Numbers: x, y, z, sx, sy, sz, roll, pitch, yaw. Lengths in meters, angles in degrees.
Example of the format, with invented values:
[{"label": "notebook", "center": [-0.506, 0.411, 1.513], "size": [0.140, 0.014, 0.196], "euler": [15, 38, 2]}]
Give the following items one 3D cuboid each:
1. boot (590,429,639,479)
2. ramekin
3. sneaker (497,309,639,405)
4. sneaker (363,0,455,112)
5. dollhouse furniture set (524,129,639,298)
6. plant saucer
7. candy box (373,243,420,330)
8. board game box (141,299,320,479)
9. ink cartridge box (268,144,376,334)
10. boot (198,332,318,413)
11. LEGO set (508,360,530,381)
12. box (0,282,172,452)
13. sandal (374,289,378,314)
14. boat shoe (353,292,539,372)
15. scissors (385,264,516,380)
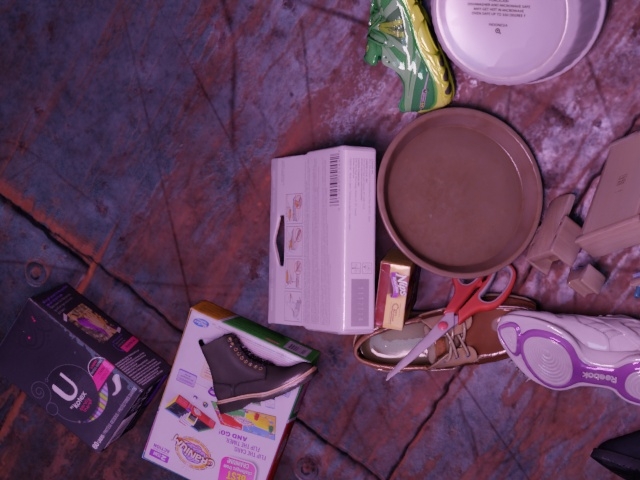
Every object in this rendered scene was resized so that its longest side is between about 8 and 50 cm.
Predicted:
[{"label": "boot", "center": [0.561, 0.293, 1.887], "size": [0.094, 0.246, 0.207], "euler": [35, 75, -15]}, {"label": "ramekin", "center": [0.293, -0.360, 1.798], "size": [0.273, 0.127, 0.273], "euler": [11, 116, 23]}, {"label": "sneaker", "center": [0.435, 0.174, 1.874], "size": [0.305, 0.152, 0.114], "euler": [17, 122, 15]}, {"label": "sneaker", "center": [0.115, -0.340, 1.895], "size": [0.123, 0.109, 0.295], "euler": [-22, 94, 16]}, {"label": "dollhouse furniture set", "center": [0.547, 0.003, 1.852], "size": [0.303, 0.198, 0.286], "euler": [36, 151, -17]}, {"label": "plant saucer", "center": [0.222, -0.075, 1.890], "size": [0.278, 0.041, 0.278], "euler": [1, 84, -12]}, {"label": "candy box", "center": [0.130, 0.070, 1.931], "size": [0.053, 0.186, 0.109], "euler": [9, 103, 11]}, {"label": "board game box", "center": [-0.166, 0.300, 2.133], "size": [0.242, 0.064, 0.316], "euler": [24, 107, 11]}, {"label": "ink cartridge box", "center": [0.000, 0.000, 1.950], "size": [0.066, 0.261, 0.296], "euler": [1, 89, -28]}, {"label": "boot", "center": [-0.114, 0.209, 2.029], "size": [0.198, 0.077, 0.137], "euler": [-21, 89, 18]}, {"label": "LEGO set", "center": [0.357, 0.212, 1.978], "size": [0.083, 0.023, 0.054], "euler": [-12, 97, 19]}, {"label": "box", "center": [-0.439, 0.230, 2.160], "size": [0.270, 0.143, 0.165], "euler": [37, 108, 7]}, {"label": "sandal", "center": [0.051, 0.119, 1.980], "size": [0.049, 0.180, 0.072], "euler": [13, 79, -19]}, {"label": "boat shoe", "center": [0.206, 0.169, 1.964], "size": [0.324, 0.120, 0.122], "euler": [-11, 98, 19]}, {"label": "scissors", "center": [0.217, 0.131, 1.895], "size": [0.109, 0.297, 0.021], "euler": [22, 144, 21]}]
